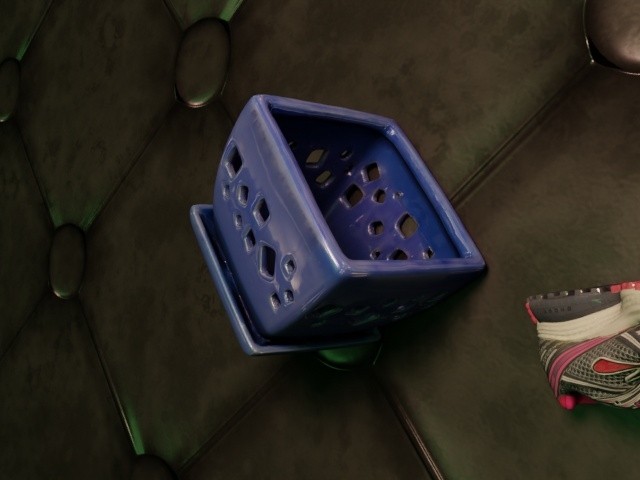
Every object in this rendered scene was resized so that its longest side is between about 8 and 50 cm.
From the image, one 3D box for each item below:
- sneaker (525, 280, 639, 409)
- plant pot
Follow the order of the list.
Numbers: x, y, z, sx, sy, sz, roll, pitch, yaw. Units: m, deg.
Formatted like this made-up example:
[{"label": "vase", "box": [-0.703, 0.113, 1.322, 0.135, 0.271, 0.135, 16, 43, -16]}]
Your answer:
[{"label": "sneaker", "box": [0.285, 0.084, 0.611, 0.299, 0.121, 0.111, 147, 116, -74]}, {"label": "plant pot", "box": [0.000, 0.000, 0.849, 0.212, 0.236, 0.235, -47, 57, 35]}]
